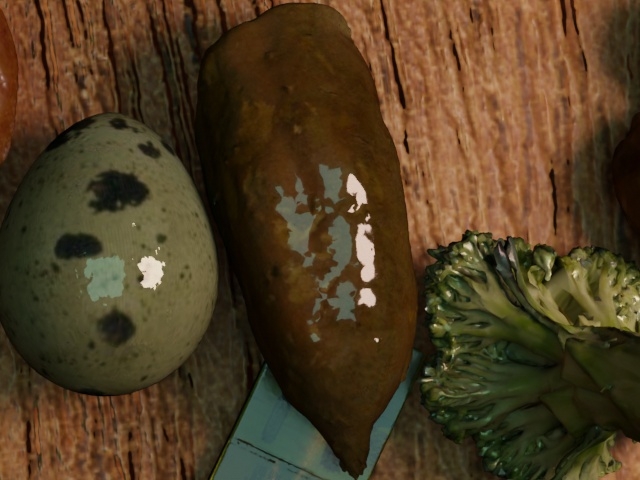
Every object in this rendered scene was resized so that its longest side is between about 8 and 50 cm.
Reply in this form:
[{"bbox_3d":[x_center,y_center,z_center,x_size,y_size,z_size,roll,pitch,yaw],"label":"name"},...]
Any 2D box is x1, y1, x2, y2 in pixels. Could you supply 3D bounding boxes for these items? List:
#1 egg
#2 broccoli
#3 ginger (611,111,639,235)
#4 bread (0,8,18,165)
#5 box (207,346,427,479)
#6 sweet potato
[{"bbox_3d":[-0.167,0.009,1.355,0.177,0.177,0.228,3,76,-5],"label":"egg"},{"bbox_3d":[0.243,0.118,1.303,0.221,0.361,0.252,-45,125,-11],"label":"broccoli"},{"bbox_3d":[0.430,-0.024,1.410,0.418,0.176,0.254,24,92,0],"label":"ginger"},{"bbox_3d":[-0.381,-0.110,1.349,0.312,0.172,0.312,0,89,0],"label":"bread"},{"bbox_3d":[-0.007,0.156,1.434,0.121,0.030,0.193,25,85,-3],"label":"box"},{"bbox_3d":[0.000,0.000,1.363,0.158,0.158,0.369,-15,76,-5],"label":"sweet potato"}]
